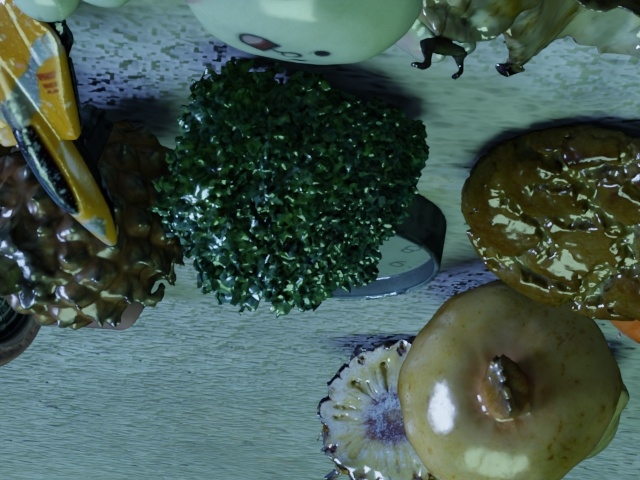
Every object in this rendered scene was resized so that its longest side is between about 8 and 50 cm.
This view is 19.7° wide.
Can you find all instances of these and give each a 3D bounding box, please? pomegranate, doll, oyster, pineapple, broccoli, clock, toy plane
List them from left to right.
[{"bbox_3d":[-0.193,-0.119,1.170,0.204,0.103,0.316,-4,142,26],"label":"toy plane"},{"bbox_3d":[-0.183,-0.004,1.352,0.166,0.166,0.193,-10,-162,35],"label":"pineapple"},{"bbox_3d":[-0.035,-0.166,1.054,0.275,0.113,0.155,7,170,-26],"label":"doll"},{"bbox_3d":[-0.031,-0.051,1.349,0.220,0.194,0.194,-14,164,-15],"label":"broccoli"},{"bbox_3d":[0.000,0.000,1.577,0.215,0.042,0.215,4,160,2],"label":"clock"},{"bbox_3d":[0.092,0.192,1.914,0.176,0.161,0.137,-24,158,14],"label":"pineapple"},{"bbox_3d":[0.172,0.136,1.672,0.207,0.207,0.207,4,160,2],"label":"pomegranate"},{"bbox_3d":[0.150,-0.137,1.012,0.198,0.133,0.337,3,172,45],"label":"oyster"}]

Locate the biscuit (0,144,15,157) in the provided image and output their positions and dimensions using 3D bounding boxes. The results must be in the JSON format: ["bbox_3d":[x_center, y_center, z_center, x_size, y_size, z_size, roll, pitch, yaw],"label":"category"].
[{"bbox_3d":[-0.342,-0.087,1.398,0.237,0.062,0.290,4,159,3],"label":"biscuit"}]

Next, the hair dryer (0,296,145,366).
[{"bbox_3d":[-0.266,0.045,1.648,0.210,0.125,0.352,9,-179,39],"label":"hair dryer"}]

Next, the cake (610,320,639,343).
[{"bbox_3d":[0.350,0.062,1.583,0.135,0.098,0.287,-22,141,36],"label":"cake"}]

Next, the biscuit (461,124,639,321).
[{"bbox_3d":[0.211,-0.007,1.417,0.226,0.042,0.226,16,145,11],"label":"biscuit"}]

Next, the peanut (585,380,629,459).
[{"bbox_3d":[0.230,0.181,1.931,0.125,0.111,0.274,26,152,-12],"label":"peanut"}]
